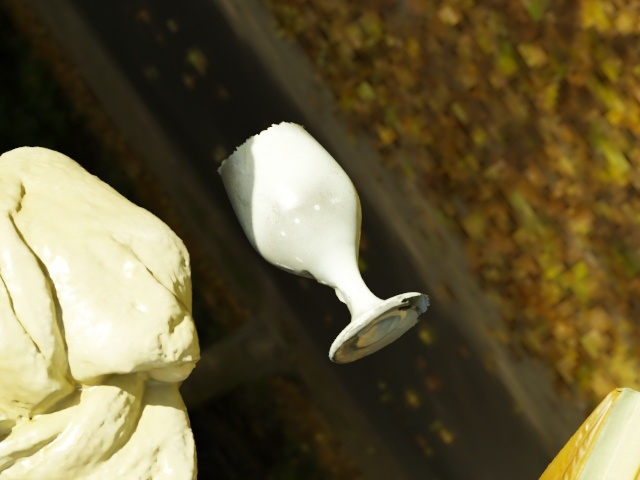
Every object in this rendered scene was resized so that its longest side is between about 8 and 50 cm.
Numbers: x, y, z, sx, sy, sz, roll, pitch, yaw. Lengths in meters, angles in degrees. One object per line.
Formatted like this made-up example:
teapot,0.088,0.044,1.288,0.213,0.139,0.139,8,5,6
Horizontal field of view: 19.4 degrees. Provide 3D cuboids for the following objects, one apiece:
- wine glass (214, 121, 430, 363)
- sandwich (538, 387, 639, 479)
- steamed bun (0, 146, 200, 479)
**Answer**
wine glass,0.000,0.000,1.911,0.241,0.126,0.126,58,173,20
sandwich,0.251,0.191,1.648,0.079,0.163,0.113,20,-165,-7
steamed bun,-0.261,0.107,1.580,0.324,0.372,0.230,8,-177,20
